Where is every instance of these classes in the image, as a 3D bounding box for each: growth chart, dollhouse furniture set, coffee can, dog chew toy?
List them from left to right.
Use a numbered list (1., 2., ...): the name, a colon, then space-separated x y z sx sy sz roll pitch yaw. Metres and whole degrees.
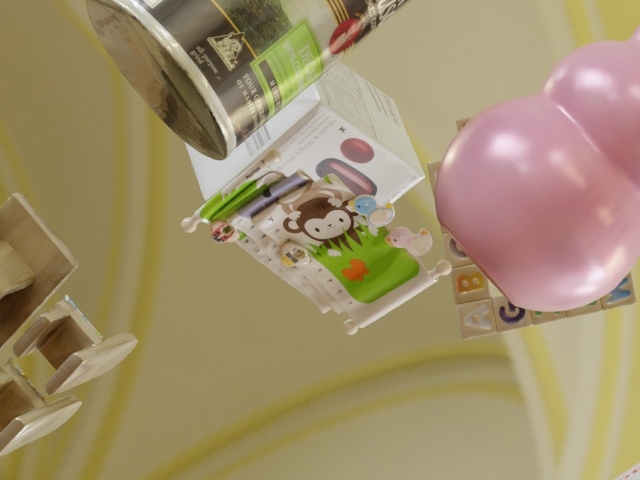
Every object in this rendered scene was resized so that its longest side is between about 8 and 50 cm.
1. dollhouse furniture set: -0.272 0.066 1.563 0.212 0.161 0.242 49 -64 10
2. coffee can: -0.053 -0.237 1.865 0.201 0.275 0.201 45 -14 15
3. growth chart: 0.000 0.000 1.999 0.237 0.021 0.172 35 -51 -15
4. dog chew toy: 0.268 -0.088 1.844 0.206 0.332 0.206 49 1 -2

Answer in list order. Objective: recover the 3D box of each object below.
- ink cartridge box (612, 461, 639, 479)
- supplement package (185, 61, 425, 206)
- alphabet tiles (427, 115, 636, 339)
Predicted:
1. ink cartridge box: 0.310 0.293 1.602 0.197 0.198 0.270 58 -3 -3
2. supplement package: -0.022 -0.110 2.414 0.203 0.194 0.149 31 27 -41
3. alphabet tiles: 0.227 -0.027 2.155 0.009 0.198 0.237 -171 -111 -84
